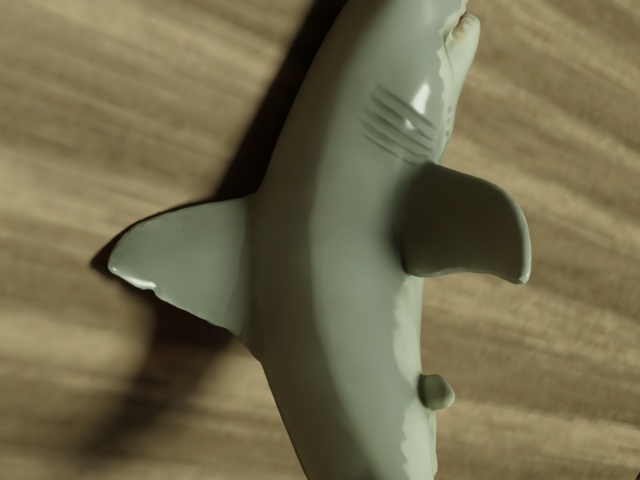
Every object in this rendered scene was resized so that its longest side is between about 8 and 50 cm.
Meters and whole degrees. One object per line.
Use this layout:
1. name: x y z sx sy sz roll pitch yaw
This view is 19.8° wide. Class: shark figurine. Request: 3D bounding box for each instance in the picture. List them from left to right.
1. shark figurine: -0.006 0.028 0.557 0.116 0.278 0.166 15 132 -18
